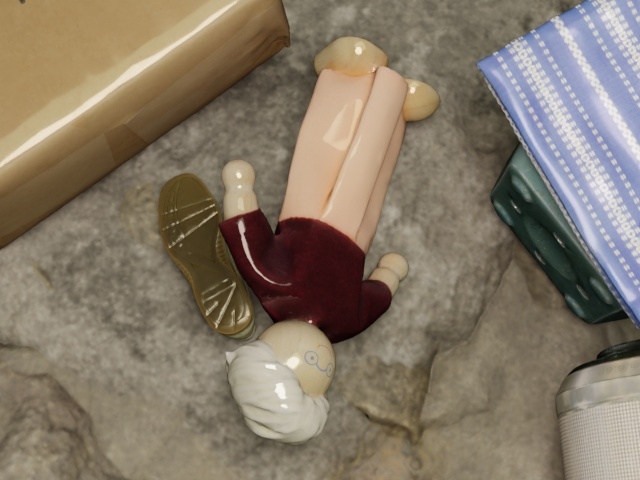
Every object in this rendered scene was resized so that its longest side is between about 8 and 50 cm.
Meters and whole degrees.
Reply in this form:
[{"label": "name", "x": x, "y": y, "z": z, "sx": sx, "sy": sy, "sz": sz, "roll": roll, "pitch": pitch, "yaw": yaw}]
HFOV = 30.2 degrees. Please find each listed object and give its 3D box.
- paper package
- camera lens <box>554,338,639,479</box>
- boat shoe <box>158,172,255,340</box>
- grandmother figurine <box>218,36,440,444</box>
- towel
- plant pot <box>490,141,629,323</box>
[{"label": "paper package", "x": -0.244, "y": -0.204, "z": 0.976, "sx": 0.325, "sy": 0.168, "sz": 0.309, "roll": -37, "pitch": 82, "yaw": -7}, {"label": "camera lens", "x": 0.305, "y": 0.217, "z": 0.925, "sx": 0.219, "sy": 0.219, "sz": 0.274, "roll": -2, "pitch": 75, "yaw": -8}, {"label": "boat shoe", "x": -0.096, "y": 0.015, "z": 1.024, "sx": 0.056, "sy": 0.048, "sz": 0.153, "roll": -28, "pitch": 73, "yaw": 0}, {"label": "grandmother figurine", "x": 0.000, "y": 0.000, "z": 0.978, "sx": 0.208, "sy": 0.104, "sz": 0.342, "roll": 26, "pitch": 64, "yaw": -24}, {"label": "towel", "x": 0.320, "y": -0.114, "z": 0.871, "sx": 0.336, "sy": 0.040, "sz": 0.243, "roll": -29, "pitch": 81, "yaw": 1}, {"label": "plant pot", "x": 0.288, "y": -0.064, "z": 1.000, "sx": 0.252, "sy": 0.248, "sz": 0.247, "roll": -35, "pitch": 82, "yaw": -6}]
